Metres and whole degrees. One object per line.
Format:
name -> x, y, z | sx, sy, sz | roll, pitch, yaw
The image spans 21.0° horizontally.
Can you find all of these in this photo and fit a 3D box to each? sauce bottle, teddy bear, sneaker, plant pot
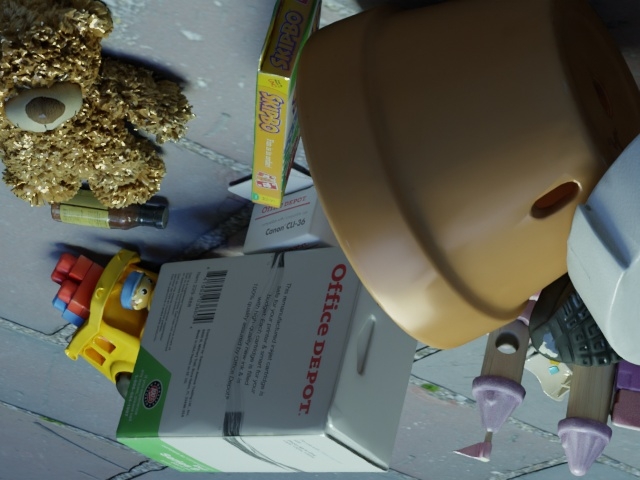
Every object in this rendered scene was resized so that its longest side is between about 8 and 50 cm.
sauce bottle -> -0.232, -0.032, 1.906 | 0.128, 0.042, 0.042 | 10, 155, 10
teddy bear -> -0.253, -0.109, 1.679 | 0.245, 0.113, 0.338 | 14, 155, -9
sneaker -> 0.250, 0.019, 1.549 | 0.130, 0.286, 0.109 | 5, 121, 37
plant pot -> 0.143, -0.081, 1.400 | 0.203, 0.291, 0.291 | -23, 140, 25

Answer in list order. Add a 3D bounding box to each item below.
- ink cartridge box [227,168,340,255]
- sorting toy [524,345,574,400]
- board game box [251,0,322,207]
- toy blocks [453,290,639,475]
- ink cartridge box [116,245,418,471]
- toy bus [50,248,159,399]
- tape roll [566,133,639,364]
ink cartridge box -> 0.000, 0.000, 1.837 | 0.198, 0.067, 0.115 | 29, 151, -32
sorting toy -> 0.276, 0.149, 2.056 | 0.075, 0.045, 0.083 | 24, 154, -7
board game box -> -0.029, -0.140, 1.492 | 0.039, 0.124, 0.259 | 13, 155, 5
toy blocks -> 0.293, 0.128, 1.745 | 0.289, 0.260, 0.309 | 11, 155, 3
ink cartridge box -> -0.051, 0.129, 1.802 | 0.289, 0.211, 0.121 | -5, 151, 38
toy bus -> -0.221, 0.081, 2.048 | 0.211, 0.149, 0.220 | 34, 149, -8
tape roll -> 0.374, -0.041, 1.331 | 0.392, 0.072, 0.392 | -22, 151, -13
